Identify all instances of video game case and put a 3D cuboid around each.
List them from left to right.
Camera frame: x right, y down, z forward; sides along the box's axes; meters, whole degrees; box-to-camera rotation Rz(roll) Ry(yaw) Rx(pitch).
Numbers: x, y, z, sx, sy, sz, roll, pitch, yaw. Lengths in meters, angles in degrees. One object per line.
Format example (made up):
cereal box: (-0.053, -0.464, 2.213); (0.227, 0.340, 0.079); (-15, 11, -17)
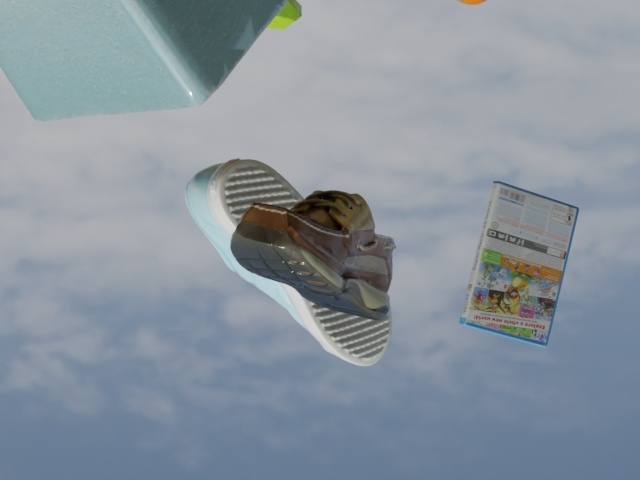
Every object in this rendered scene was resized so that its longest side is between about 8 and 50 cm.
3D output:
video game case: (0.226, 0.028, 1.650); (0.119, 0.166, 0.015); (16, 175, -28)

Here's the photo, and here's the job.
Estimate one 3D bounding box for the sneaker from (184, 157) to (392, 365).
sneaker: (-0.043, 0.025, 1.974); (0.135, 0.366, 0.150); (-48, -154, -22)

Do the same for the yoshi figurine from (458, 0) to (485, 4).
yoshi figurine: (0.172, -0.373, 1.509); (0.204, 0.203, 0.362); (8, 164, -12)

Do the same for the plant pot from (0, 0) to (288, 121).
plant pot: (-0.177, -0.277, 1.205); (0.248, 0.252, 0.247); (0, -133, 46)

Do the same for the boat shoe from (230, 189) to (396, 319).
boat shoe: (0.000, 0.000, 1.628); (0.123, 0.120, 0.324); (14, 172, 22)

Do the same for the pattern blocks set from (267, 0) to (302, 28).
pattern blocks set: (-0.156, -0.356, 2.008); (0.285, 0.026, 0.325); (21, 151, -36)
